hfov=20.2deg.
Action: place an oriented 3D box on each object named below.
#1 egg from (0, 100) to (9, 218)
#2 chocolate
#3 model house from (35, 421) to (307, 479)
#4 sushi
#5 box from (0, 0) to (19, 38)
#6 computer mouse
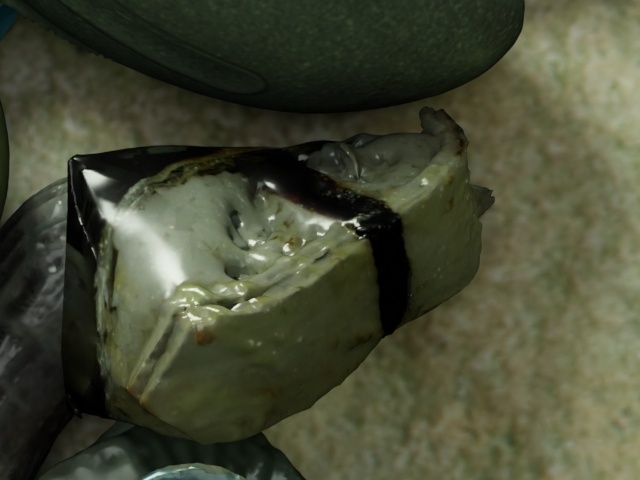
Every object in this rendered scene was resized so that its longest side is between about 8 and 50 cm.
[{"bbox_3d":[-0.263,-0.044,0.889,0.218,0.218,0.295,-51,40,-11],"label":"egg"},{"bbox_3d":[-0.160,0.059,0.948,0.110,0.110,0.248,41,79,10],"label":"chocolate"},{"bbox_3d":[-0.050,0.189,0.798,0.194,0.325,0.267,-44,79,-8],"label":"model house"},{"bbox_3d":[0.009,0.015,0.911,0.273,0.109,0.134,-11,110,-31],"label":"sushi"},{"bbox_3d":[-0.243,-0.208,1.033,0.194,0.073,0.139,34,76,9],"label":"box"},{"bbox_3d":[-0.067,-0.148,0.920,0.374,0.203,0.114,20,74,-19],"label":"computer mouse"}]
